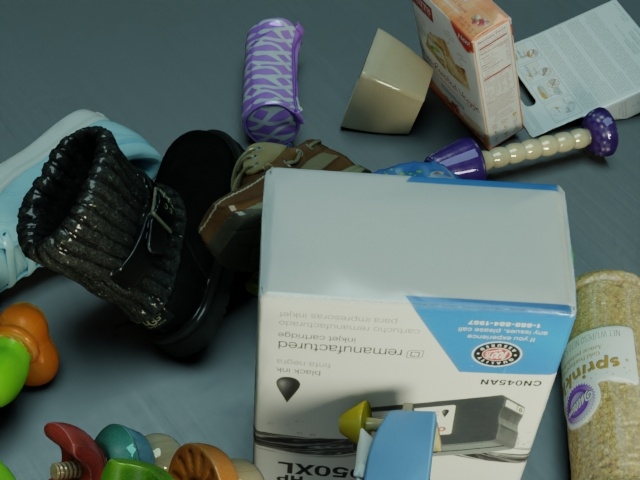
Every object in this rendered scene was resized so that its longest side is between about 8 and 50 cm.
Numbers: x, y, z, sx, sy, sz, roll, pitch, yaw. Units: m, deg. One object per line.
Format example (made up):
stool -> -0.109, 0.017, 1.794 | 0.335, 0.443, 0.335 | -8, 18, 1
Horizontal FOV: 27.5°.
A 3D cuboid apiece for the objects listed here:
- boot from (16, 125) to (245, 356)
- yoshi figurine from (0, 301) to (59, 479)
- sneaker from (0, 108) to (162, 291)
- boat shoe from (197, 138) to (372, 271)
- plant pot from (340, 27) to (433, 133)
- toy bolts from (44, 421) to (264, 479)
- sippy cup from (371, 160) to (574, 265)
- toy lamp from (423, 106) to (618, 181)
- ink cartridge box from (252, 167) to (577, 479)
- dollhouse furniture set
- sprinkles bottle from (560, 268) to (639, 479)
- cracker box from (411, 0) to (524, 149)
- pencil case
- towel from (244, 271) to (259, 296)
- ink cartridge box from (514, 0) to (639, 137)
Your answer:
boot -> -0.211, -0.059, 1.544 | 0.131, 0.260, 0.348 | -26, 41, 28
yoshi figurine -> -0.412, 0.221, 1.379 | 0.203, 0.203, 0.362 | 47, 30, -18
sneaker -> -0.324, -0.032, 1.610 | 0.150, 0.135, 0.366 | 21, 50, 18
boat shoe -> -0.056, -0.053, 1.571 | 0.120, 0.123, 0.324 | 44, 26, 13
plant pot -> 0.098, -0.213, 1.836 | 0.096, 0.109, 0.109 | 21, 48, -2
toy bolts -> -0.175, 0.284, 1.343 | 0.158, 0.218, 0.228 | 0, 19, -41
sippy cup -> 0.124, 0.030, 1.543 | 0.305, 0.240, 0.224 | 23, 31, -24
toy lamp -> 0.271, -0.119, 1.775 | 0.274, 0.080, 0.080 | -15, 50, -16
ink cartridge box -> 0.076, 0.125, 1.321 | 0.285, 0.395, 0.166 | 3, 49, -1
dollhouse furniture set -> 0.017, 0.341, 1.206 | 0.198, 0.286, 0.303 | -1, 45, 14
sprinkles bottle -> 0.332, 0.199, 1.457 | 0.121, 0.121, 0.355 | 5, 47, 0
cracker box -> 0.200, -0.253, 1.785 | 0.067, 0.232, 0.156 | -32, 55, -9
pencil case -> -0.065, -0.225, 1.838 | 0.088, 0.086, 0.206 | -23, 45, 21
towel -> 0.000, 0.000, 1.682 | 0.102, 0.021, 0.237 | 22, 49, 14
ink cartridge box -> 0.381, -0.244, 1.932 | 0.232, 0.066, 0.189 | -26, 52, 0
